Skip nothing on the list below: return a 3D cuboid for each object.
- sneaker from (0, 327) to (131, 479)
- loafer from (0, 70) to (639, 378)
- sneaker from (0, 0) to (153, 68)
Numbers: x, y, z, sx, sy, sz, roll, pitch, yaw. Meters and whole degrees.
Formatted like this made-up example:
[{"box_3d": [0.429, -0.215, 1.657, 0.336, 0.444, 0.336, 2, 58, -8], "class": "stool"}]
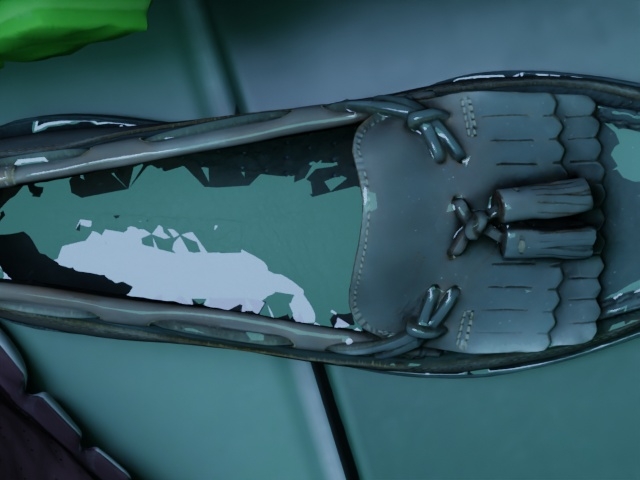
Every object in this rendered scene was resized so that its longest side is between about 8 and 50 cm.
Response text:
[{"box_3d": [-0.088, 0.123, 0.548, 0.281, 0.162, 0.106, 37, 102, 7], "class": "sneaker"}, {"box_3d": [0.000, 0.000, 0.557, 0.268, 0.084, 0.096, -2, 95, 13], "class": "loafer"}, {"box_3d": [-0.087, -0.157, 0.442, 0.483, 0.185, 0.202, -10, 79, 12], "class": "sneaker"}]
